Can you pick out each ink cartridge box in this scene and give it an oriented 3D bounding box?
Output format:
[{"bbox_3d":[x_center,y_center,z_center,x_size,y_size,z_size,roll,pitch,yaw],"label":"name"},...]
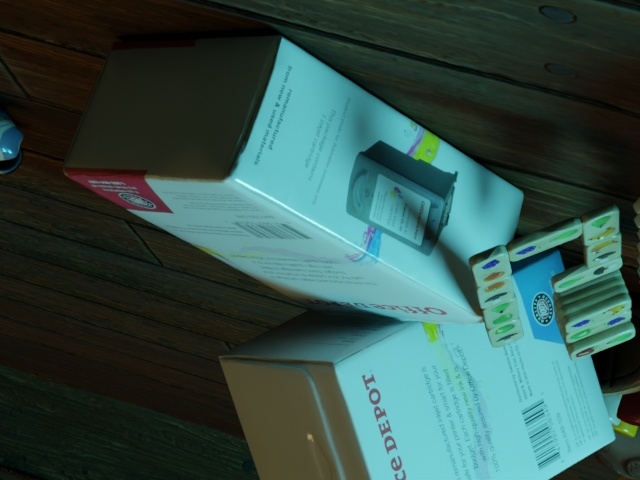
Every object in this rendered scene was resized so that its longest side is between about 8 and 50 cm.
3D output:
[{"bbox_3d":[0.088,0.144,1.810,0.270,0.198,0.197,-25,-166,-32],"label":"ink cartridge box"},{"bbox_3d":[-0.019,-0.046,1.618,0.306,0.131,0.226,28,164,-40],"label":"ink cartridge box"}]

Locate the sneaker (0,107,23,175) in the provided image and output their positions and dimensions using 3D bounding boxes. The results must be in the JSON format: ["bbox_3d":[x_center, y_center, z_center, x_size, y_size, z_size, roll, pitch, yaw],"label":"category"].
[{"bbox_3d":[-0.353,-0.085,2.024,0.086,0.085,0.237,26,167,-9],"label":"sneaker"}]

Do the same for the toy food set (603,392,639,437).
[{"bbox_3d":[0.356,0.149,1.982,0.111,0.104,0.232,25,171,-24],"label":"toy food set"}]

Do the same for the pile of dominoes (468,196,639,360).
[{"bbox_3d":[0.223,0.033,1.553,0.196,0.040,0.251,-21,160,2],"label":"pile of dominoes"}]

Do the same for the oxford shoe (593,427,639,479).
[{"bbox_3d":[0.379,0.208,2.119,0.133,0.130,0.364,32,161,-12],"label":"oxford shoe"}]

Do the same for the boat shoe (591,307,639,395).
[{"bbox_3d":[0.261,0.100,1.945,0.095,0.095,0.257,12,180,-38],"label":"boat shoe"}]
